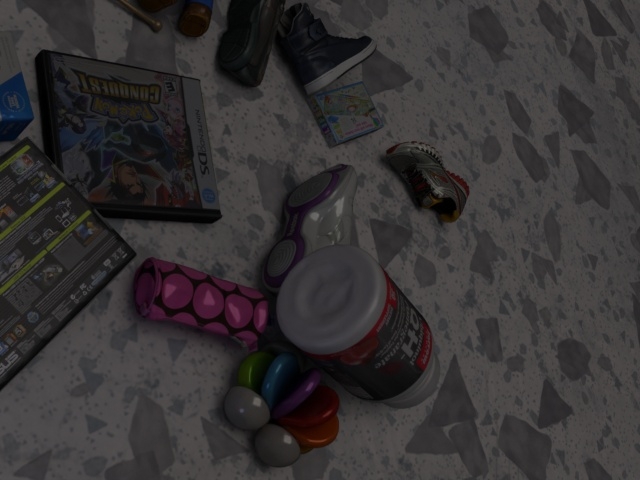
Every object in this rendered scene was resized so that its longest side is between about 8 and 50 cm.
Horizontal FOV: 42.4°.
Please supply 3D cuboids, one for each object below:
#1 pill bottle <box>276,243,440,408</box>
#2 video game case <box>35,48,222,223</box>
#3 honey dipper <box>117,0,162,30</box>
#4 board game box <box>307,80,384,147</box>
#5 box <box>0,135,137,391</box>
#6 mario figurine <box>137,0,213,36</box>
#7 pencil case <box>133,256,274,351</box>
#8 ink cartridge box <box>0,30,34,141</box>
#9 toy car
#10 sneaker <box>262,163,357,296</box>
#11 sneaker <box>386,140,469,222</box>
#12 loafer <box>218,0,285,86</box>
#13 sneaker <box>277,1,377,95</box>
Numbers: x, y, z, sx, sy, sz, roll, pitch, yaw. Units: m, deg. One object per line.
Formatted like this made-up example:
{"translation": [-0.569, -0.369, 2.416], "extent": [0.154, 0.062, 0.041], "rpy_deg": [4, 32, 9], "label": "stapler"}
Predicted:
{"translation": [0.077, 0.154, 1.321], "extent": [0.318, 0.177, 0.176], "rpy_deg": [48, 42, -48], "label": "pill bottle"}
{"translation": [-0.288, -0.153, 1.266], "extent": [0.275, 0.035, 0.248], "rpy_deg": [3, 70, -42], "label": "video game case"}
{"translation": [-0.324, -0.391, 1.343], "extent": [0.161, 0.030, 0.030], "rpy_deg": [31, 53, -31], "label": "honey dipper"}
{"translation": [0.051, -0.250, 1.625], "extent": [0.154, 0.026, 0.103], "rpy_deg": [-26, 90, -46], "label": "board game box"}
{"translation": [-0.399, 0.031, 1.045], "extent": [0.216, 0.060, 0.270], "rpy_deg": [49, 54, -14], "label": "box"}
{"translation": [-0.222, -0.514, 1.456], "extent": [0.198, 0.170, 0.320], "rpy_deg": [60, 42, -61], "label": "mario figurine"}
{"translation": [-0.176, 0.097, 1.223], "extent": [0.209, 0.095, 0.098], "rpy_deg": [20, 64, -33], "label": "pencil case"}
{"translation": [-0.505, -0.197, 1.057], "extent": [0.231, 0.078, 0.134], "rpy_deg": [-11, 79, -44], "label": "ink cartridge box"}
{"translation": [-0.042, 0.240, 1.246], "extent": [0.182, 0.136, 0.159], "rpy_deg": [53, 46, -11], "label": "toy car"}
{"translation": [0.000, 0.000, 1.431], "extent": [0.152, 0.114, 0.305], "rpy_deg": [49, 49, -33], "label": "sneaker"}
{"translation": [0.220, -0.120, 1.680], "extent": [0.225, 0.088, 0.092], "rpy_deg": [36, 53, -26], "label": "sneaker"}
{"translation": [-0.116, -0.400, 1.510], "extent": [0.084, 0.096, 0.267], "rpy_deg": [45, 52, -46], "label": "loafer"}
{"translation": [0.011, -0.399, 1.612], "extent": [0.226, 0.086, 0.163], "rpy_deg": [-42, 104, -43], "label": "sneaker"}
